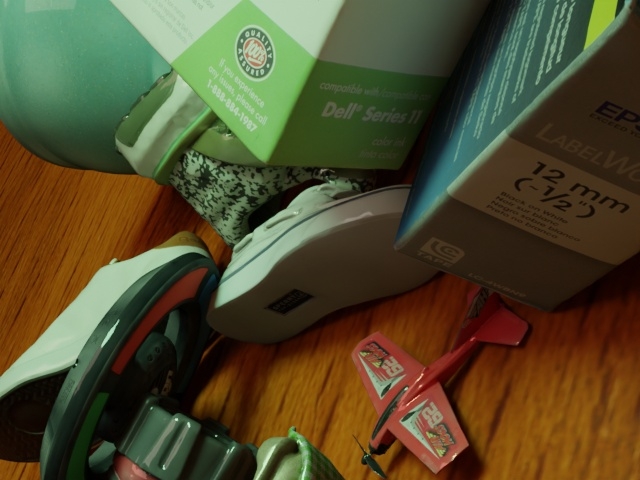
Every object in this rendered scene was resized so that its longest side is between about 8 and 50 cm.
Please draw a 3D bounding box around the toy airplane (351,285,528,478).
[{"bbox_3d":[0.071,0.080,0.753,0.151,0.028,0.151,-38,34,32],"label":"toy airplane"}]

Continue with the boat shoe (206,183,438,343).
[{"bbox_3d":[0.000,0.000,0.883,0.258,0.095,0.084,-24,46,46],"label":"boat shoe"}]

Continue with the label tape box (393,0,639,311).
[{"bbox_3d":[0.171,-0.137,0.604,0.347,0.115,0.249,133,159,-64],"label":"label tape box"}]

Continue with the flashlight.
[{"bbox_3d":[-0.155,0.261,0.863,0.304,0.103,0.103,-60,22,-4],"label":"flashlight"}]

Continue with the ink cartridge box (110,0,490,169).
[{"bbox_3d":[0.027,-0.239,0.676,0.207,0.119,0.353,47,122,35],"label":"ink cartridge box"}]

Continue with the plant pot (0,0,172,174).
[{"bbox_3d":[-0.146,-0.192,1.169,0.196,0.293,0.293,17,75,35],"label":"plant pot"}]

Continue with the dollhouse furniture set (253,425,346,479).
[{"bbox_3d":[0.015,0.255,0.466,0.151,0.197,0.301,5,56,43],"label":"dollhouse furniture set"}]

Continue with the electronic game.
[{"bbox_3d":[-0.141,0.113,0.935,0.229,0.048,0.229,-58,-13,-22],"label":"electronic game"}]

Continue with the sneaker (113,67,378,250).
[{"bbox_3d":[0.015,-0.117,0.927,0.158,0.182,0.410,-34,-3,-46],"label":"sneaker"}]

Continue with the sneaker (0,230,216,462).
[{"bbox_3d":[-0.201,0.098,1.122,0.290,0.106,0.123,-35,31,18],"label":"sneaker"}]
